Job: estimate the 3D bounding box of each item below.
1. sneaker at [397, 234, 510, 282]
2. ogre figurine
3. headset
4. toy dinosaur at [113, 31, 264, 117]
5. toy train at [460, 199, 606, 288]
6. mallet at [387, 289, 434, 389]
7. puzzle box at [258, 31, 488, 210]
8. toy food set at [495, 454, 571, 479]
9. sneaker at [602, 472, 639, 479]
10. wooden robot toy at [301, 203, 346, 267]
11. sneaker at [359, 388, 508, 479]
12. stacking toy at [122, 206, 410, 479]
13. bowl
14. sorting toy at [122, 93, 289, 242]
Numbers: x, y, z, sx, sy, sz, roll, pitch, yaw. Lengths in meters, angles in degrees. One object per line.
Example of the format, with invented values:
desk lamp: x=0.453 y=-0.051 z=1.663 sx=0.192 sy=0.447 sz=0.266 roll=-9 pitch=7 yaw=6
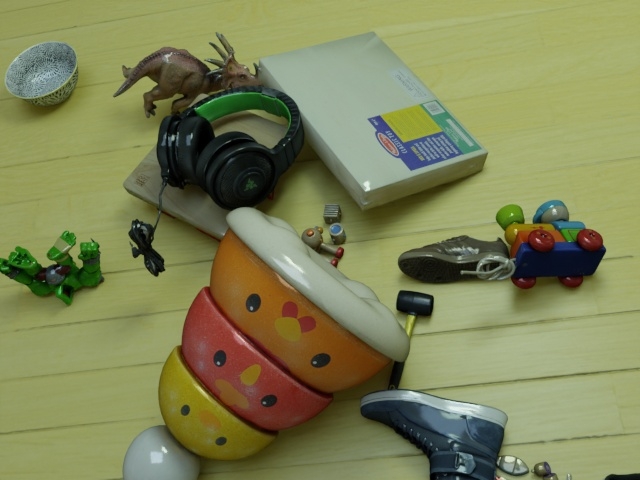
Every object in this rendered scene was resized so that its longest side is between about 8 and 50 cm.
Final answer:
sneaker: x=0.228 y=0.028 z=1.394 sx=0.188 sy=0.066 sz=0.071 roll=1 pitch=42 yaw=8
ogre figurine: x=-0.490 y=0.055 z=1.496 sx=0.197 sy=0.118 sz=0.097 roll=-26 pitch=52 yaw=-6
headset: x=-0.190 y=-0.118 z=1.437 sx=0.243 sy=0.185 sz=0.394 roll=22 pitch=54 yaw=31
toy dinosaur: x=-0.274 y=-0.343 z=1.638 sx=0.200 sy=0.296 sz=0.127 roll=-24 pitch=77 yaw=44
toy train: x=0.323 y=-0.003 z=1.324 sx=0.248 sy=0.105 sz=0.143 roll=-1 pitch=42 yaw=-15
mallet: x=0.130 y=0.167 z=1.338 sx=0.062 sy=0.039 sz=0.189 roll=16 pitch=68 yaw=22
puzzle box: x=0.089 y=-0.241 z=1.538 sx=0.272 sy=0.052 sz=0.409 roll=-18 pitch=53 yaw=-24
toy food set: x=0.303 y=0.356 z=1.186 sx=0.122 sy=0.019 sz=0.078 roll=7 pitch=60 yaw=17
sneaker: x=0.353 y=0.391 z=1.057 sx=0.315 sy=0.182 sz=0.127 roll=-32 pitch=56 yaw=-8
wooden robot toy: x=0.000 y=0.000 z=1.442 sx=0.076 sy=0.079 sz=0.173 roll=17 pitch=64 yaw=22
sneaker: x=0.154 y=0.315 z=1.207 sx=0.226 sy=0.086 sz=0.163 roll=7 pitch=60 yaw=18
stacking toy: x=-0.125 y=0.222 z=1.250 sx=0.350 sy=0.350 sz=0.480 roll=39 pitch=92 yaw=30
bowl: x=-0.602 y=-0.354 z=1.799 sx=0.170 sy=0.080 sz=0.170 roll=-6 pitch=58 yaw=10
sorting toy: x=-0.196 y=-0.129 z=1.561 sx=0.257 sy=0.089 sz=0.255 roll=25 pitch=67 yaw=26
